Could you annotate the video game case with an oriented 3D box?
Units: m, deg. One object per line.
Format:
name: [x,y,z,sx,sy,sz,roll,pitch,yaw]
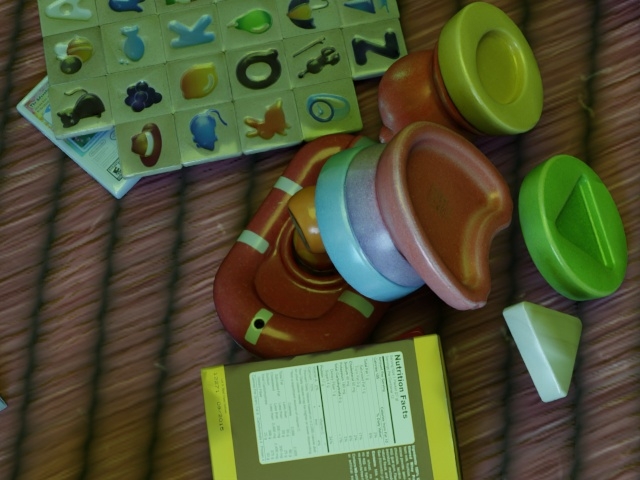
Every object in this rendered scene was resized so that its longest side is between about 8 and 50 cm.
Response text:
video game case: [-0.189,-0.139,1.746,0.143,0.019,0.157,40,79,19]

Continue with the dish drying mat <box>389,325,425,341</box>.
dish drying mat: [0.060,0.108,1.629,0.083,0.008,0.032,-28,70,-4]

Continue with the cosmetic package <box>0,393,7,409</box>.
cosmetic package: [-0.340,0.115,1.656,0.060,0.041,0.115,-30,69,-5]

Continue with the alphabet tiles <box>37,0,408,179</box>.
alphabet tiles: [-0.097,-0.202,1.741,0.342,0.011,0.285,-11,63,-1]

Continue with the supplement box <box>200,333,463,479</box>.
supplement box: [0.017,0.168,1.507,0.194,0.191,0.129,-8,77,4]

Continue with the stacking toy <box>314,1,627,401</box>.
stacking toy: [0.122,-0.018,1.558,0.130,0.279,0.309,-22,23,37]

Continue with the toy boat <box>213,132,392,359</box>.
toy boat: [0.000,0.000,1.599,0.151,0.151,0.231,29,75,16]
